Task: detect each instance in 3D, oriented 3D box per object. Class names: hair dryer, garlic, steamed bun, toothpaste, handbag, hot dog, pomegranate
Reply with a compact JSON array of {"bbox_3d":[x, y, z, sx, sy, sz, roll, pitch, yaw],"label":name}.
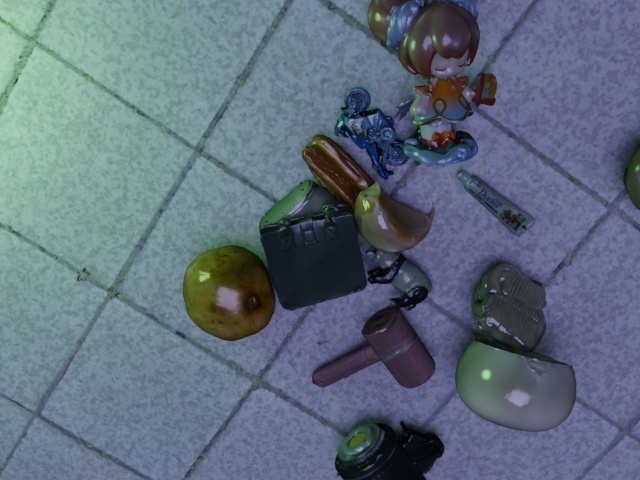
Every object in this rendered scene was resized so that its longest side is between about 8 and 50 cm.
[{"bbox_3d":[0.131,0.354,1.973,0.352,0.125,0.210,-29,106,22],"label":"hair dryer"},{"bbox_3d":[0.193,-0.050,1.790,0.244,0.145,0.164,15,93,-37],"label":"garlic"},{"bbox_3d":[0.517,0.394,1.841,0.324,0.324,0.207,14,88,-2],"label":"steamed bun"},{"bbox_3d":[0.462,-0.104,1.831,0.255,0.037,0.067,37,106,-13],"label":"toothpaste"},{"bbox_3d":[-0.018,0.043,1.800,0.247,0.079,0.260,-14,122,-2],"label":"handbag"},{"bbox_3d":[0.000,0.000,1.880,0.241,0.109,0.315,-39,116,15],"label":"handbag"},{"bbox_3d":[0.059,-0.165,1.810,0.115,0.072,0.269,-41,104,14],"label":"hot dog"},{"bbox_3d":[-0.248,0.141,1.844,0.260,0.260,0.261,1,109,3],"label":"pomegranate"},{"bbox_3d":[0.504,0.187,1.869,0.218,0.144,0.211,31,65,-6],"label":"steamed bun"}]

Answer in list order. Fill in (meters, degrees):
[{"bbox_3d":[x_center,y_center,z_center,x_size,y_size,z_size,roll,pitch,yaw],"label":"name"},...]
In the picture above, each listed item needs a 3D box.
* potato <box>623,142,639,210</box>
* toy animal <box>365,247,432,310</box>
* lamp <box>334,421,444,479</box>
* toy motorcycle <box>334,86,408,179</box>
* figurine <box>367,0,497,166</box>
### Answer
[{"bbox_3d":[0.918,-0.174,1.686,0.326,0.221,0.243,-4,100,17],"label":"potato"},{"bbox_3d":[0.207,0.097,1.880,0.225,0.094,0.121,42,104,-9],"label":"toy animal"},{"bbox_3d":[0.166,0.683,2.017,0.272,0.205,0.374,35,90,-14],"label":"lamp"},{"bbox_3d":[0.124,-0.269,1.765,0.135,0.092,0.254,-33,114,22],"label":"toy motorcycle"},{"bbox_3d":[0.277,-0.404,1.634,0.276,0.248,0.388,-18,123,-20],"label":"figurine"}]
